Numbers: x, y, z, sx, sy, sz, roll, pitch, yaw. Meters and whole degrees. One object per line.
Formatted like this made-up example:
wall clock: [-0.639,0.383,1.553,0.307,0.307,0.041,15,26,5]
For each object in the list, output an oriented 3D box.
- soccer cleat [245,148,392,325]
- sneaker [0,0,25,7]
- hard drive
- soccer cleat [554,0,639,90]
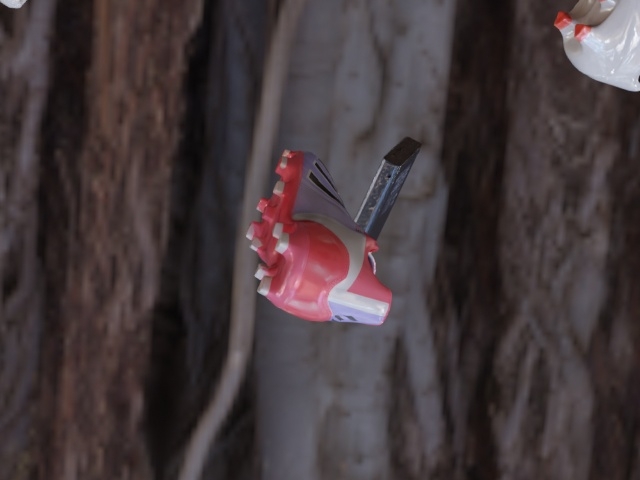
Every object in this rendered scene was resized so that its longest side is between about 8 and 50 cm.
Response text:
soccer cleat: [0.000,0.000,1.401,0.095,0.083,0.248,23,-164,-10]
sneaker: [-0.237,-0.170,0.977,0.169,0.292,0.108,48,-170,3]
hard drive: [0.060,-0.037,1.939,0.022,0.135,0.094,28,-156,8]
soccer cleat: [0.231,-0.186,1.185,0.076,0.196,0.068,28,-165,-29]
